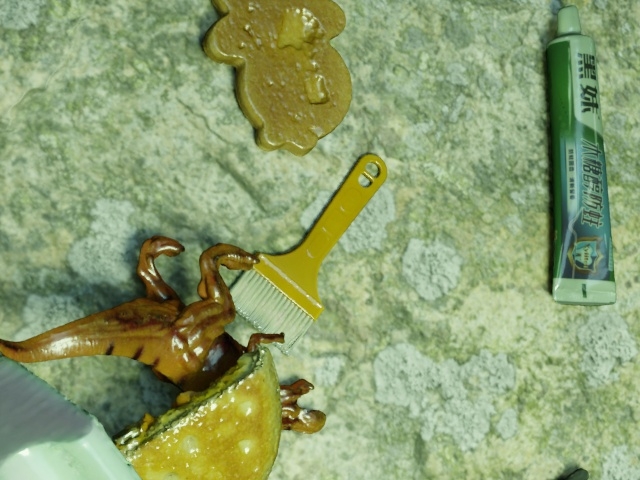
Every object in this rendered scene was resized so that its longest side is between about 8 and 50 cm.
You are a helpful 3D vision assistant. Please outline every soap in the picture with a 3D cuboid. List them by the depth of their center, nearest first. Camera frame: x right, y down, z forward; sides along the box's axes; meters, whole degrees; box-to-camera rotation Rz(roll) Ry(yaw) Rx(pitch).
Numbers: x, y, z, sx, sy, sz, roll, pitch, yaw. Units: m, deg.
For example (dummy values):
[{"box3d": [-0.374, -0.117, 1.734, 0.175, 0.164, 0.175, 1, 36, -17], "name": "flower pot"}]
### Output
[{"box3d": [-0.222, 0.312, 1.277, 0.156, 0.261, 0.446, -39, 94, -26], "name": "soap"}]

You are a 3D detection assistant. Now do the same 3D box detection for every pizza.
[{"box3d": [-0.139, 0.229, 1.389, 0.197, 0.058, 0.292, 12, 105, -35], "name": "pizza"}]

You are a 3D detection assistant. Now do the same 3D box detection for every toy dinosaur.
[{"box3d": [-0.157, 0.083, 1.433, 0.432, 0.097, 0.208, 24, 57, -37], "name": "toy dinosaur"}]

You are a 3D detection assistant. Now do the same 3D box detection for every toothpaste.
[{"box3d": [0.325, -0.111, 1.737, 0.099, 0.061, 0.392, 3, 78, -26], "name": "toothpaste"}]

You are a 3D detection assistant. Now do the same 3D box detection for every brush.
[{"box3d": [0.000, 0.000, 1.591, 0.103, 0.013, 0.272, 42, 64, -11], "name": "brush"}]

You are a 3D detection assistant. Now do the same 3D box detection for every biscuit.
[{"box3d": [-0.045, -0.221, 1.610, 0.184, 0.035, 0.249, -18, 86, -26], "name": "biscuit"}]

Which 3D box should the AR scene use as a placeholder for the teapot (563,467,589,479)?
[{"box3d": [0.352, 0.420, 1.544, 0.285, 0.223, 0.305, -20, 89, -20], "name": "teapot"}]
